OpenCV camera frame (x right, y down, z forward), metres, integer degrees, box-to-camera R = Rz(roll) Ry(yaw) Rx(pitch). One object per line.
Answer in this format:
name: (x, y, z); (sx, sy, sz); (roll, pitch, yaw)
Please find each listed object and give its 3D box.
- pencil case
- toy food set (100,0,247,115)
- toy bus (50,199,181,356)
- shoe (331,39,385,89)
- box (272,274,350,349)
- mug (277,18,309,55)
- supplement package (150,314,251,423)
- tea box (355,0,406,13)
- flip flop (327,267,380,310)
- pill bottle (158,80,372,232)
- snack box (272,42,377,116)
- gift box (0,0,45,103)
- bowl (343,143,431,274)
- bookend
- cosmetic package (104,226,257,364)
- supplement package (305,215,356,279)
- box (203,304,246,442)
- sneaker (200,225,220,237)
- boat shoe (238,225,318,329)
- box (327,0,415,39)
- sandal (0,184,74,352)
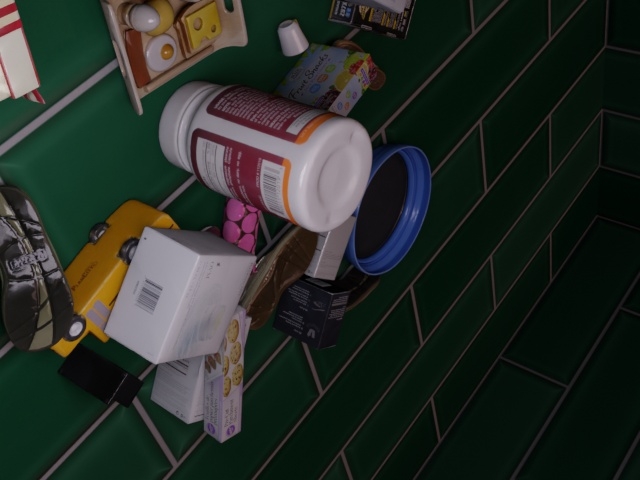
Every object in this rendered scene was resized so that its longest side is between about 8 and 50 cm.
pencil case: (-0.179, -0.019, 1.900); (0.098, 0.095, 0.209); (4, 112, -19)
toy food set: (-0.262, -0.401, 1.550); (0.306, 0.092, 0.219); (-42, 139, -33)
toy bus: (-0.414, 0.076, 1.602); (0.332, 0.108, 0.130); (-56, 148, -18)
shoe: (0.084, -0.441, 2.068); (0.076, 0.058, 0.219); (-50, 144, 9)
box: (-0.024, 0.182, 2.180); (0.093, 0.156, 0.158); (-3, 111, -56)
mug: (-0.068, -0.456, 1.844); (0.062, 0.078, 0.064); (-26, 128, -2)
supplement package: (-0.273, 0.269, 1.892); (0.139, 0.134, 0.244); (-1, 110, -54)
tea box: (0.050, -0.679, 1.716); (0.329, 0.220, 0.323); (-1, 109, -55)
flip flop: (0.073, 0.155, 2.368); (0.277, 0.112, 0.080); (-31, 147, -50)
pill bottle: (-0.115, -0.177, 1.617); (0.224, 0.392, 0.224); (-33, 134, -41)
snack box: (0.000, -0.344, 1.885); (0.207, 0.174, 0.070); (-53, 141, -20)
gift box: (-0.525, -0.276, 1.091); (0.258, 0.276, 0.255); (-41, 144, -37)
bowl: (0.183, -0.093, 2.389); (0.391, 0.077, 0.391); (-32, 133, -42)
bookend: (-0.418, 0.292, 1.679); (0.072, 0.156, 0.157); (-59, 147, -14)
cosmetic package: (-0.266, 0.104, 1.617); (0.225, 0.138, 0.224); (2, 112, -67)
supplement package: (0.000, 0.000, 2.153); (0.105, 0.105, 0.179); (13, 99, -56)
box: (-0.210, 0.287, 1.810); (0.067, 0.063, 0.324); (-21, 125, -45)
sneaker: (-0.261, 0.056, 1.829); (0.185, 0.084, 0.069); (-58, 146, -14)
boat shoe: (-0.120, 0.076, 2.038); (0.302, 0.098, 0.109); (-57, 132, -13)
box: (0.154, -0.667, 2.007); (0.257, 0.079, 0.322); (-4, 112, -52)
sandal: (-0.509, 0.048, 1.444); (0.120, 0.086, 0.302); (-14, 104, -20)
